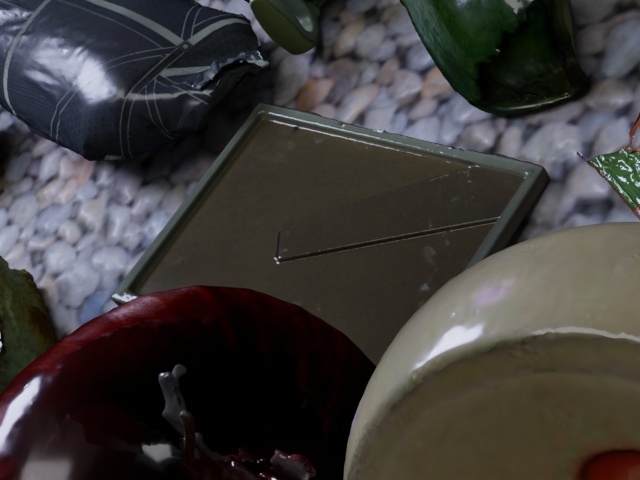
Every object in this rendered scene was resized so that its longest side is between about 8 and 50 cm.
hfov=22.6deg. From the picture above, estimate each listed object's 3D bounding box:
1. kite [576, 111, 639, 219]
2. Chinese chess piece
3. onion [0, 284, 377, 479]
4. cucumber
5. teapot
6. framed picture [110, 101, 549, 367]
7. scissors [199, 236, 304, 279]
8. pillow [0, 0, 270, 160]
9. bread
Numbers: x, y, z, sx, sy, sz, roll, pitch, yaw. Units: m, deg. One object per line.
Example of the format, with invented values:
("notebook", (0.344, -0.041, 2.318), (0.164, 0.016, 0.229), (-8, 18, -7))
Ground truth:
("kite", (0.241, -0.075, 0.918), (0.198, 0.006, 0.244), (-2, 61, 38))
("Chinese chess piece", (0.139, 0.123, 0.683), (0.273, 0.273, 0.102), (-11, 22, 33))
("onion", (-0.050, 0.149, 0.791), (0.285, 0.273, 0.273), (-38, 32, 62))
("cucumber", (0.096, -0.225, 1.073), (0.145, 0.105, 0.325), (-24, 52, 23))
("teapot", (-0.035, -0.193, 1.159), (0.092, 0.091, 0.124), (2, 57, 40))
("framed picture", (0.000, 0.000, 1.020), (0.250, 0.016, 0.184), (16, 62, 39))
("scissors", (-0.104, 0.128, 1.024), (0.138, 0.041, 0.289), (18, 72, 36))
("pillow", (-0.174, -0.150, 1.236), (0.161, 0.092, 0.335), (-48, 43, -11))
("bread", (-0.258, 0.085, 1.156), (0.128, 0.069, 0.140), (-35, 47, 15))
